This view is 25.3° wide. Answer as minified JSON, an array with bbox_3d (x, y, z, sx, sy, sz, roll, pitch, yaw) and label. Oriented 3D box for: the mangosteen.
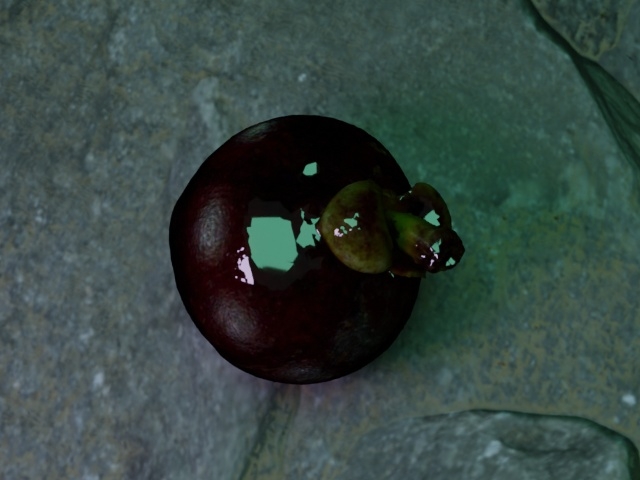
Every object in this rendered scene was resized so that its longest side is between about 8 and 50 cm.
[{"bbox_3d":[-0.016,0.003,1.530,0.297,0.293,0.297,4,71,-12],"label":"mangosteen"}]
